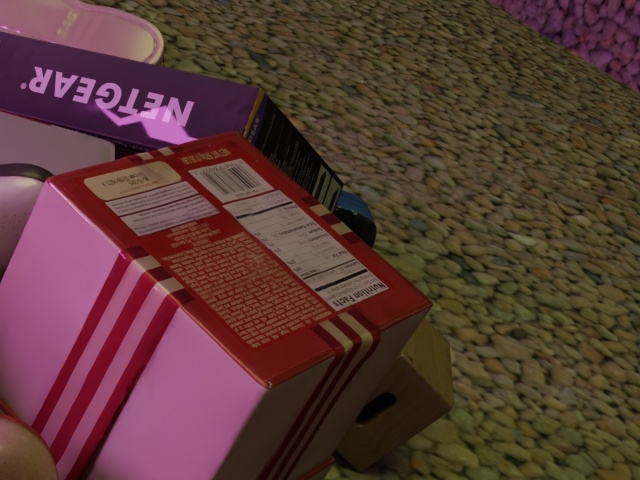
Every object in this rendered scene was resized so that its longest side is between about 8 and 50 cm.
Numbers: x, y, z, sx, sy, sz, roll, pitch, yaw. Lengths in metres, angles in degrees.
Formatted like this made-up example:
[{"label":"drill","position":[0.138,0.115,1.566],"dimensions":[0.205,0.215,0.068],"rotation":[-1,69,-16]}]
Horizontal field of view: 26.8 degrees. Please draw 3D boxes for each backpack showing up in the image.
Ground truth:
[{"label":"backpack","position":[0.000,0.000,1.433],"dimensions":[0.098,0.120,0.101],"rotation":[13,27,-18]}]

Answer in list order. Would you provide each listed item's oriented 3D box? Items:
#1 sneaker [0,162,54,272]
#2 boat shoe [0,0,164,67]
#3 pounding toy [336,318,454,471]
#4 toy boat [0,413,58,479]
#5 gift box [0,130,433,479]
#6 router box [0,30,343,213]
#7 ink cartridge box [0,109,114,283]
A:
[{"label":"sneaker","position":[-0.313,0.045,1.016],"dimensions":[0.270,0.090,0.145],"rotation":[-21,39,0]},{"label":"boat shoe","position":[-0.342,-0.268,1.710],"dimensions":[0.324,0.096,0.116],"rotation":[24,66,11]},{"label":"pounding toy","position":[0.033,0.131,1.210],"dimensions":[0.100,0.141,0.130],"rotation":[46,20,-17]},{"label":"toy boat","position":[-0.293,0.179,0.870],"dimensions":[0.231,0.151,0.151],"rotation":[6,0,-31]},{"label":"gift box","position":[-0.112,0.082,1.021],"dimensions":[0.276,0.258,0.255],"rotation":[43,32,23]},{"label":"router box","position":[-0.160,-0.096,1.317],"dimensions":[0.309,0.081,0.243],"rotation":[15,-12,22]},{"label":"ink cartridge box","position":[-0.263,-0.002,1.164],"dimensions":[0.128,0.176,0.127],"rotation":[16,24,-15]}]
